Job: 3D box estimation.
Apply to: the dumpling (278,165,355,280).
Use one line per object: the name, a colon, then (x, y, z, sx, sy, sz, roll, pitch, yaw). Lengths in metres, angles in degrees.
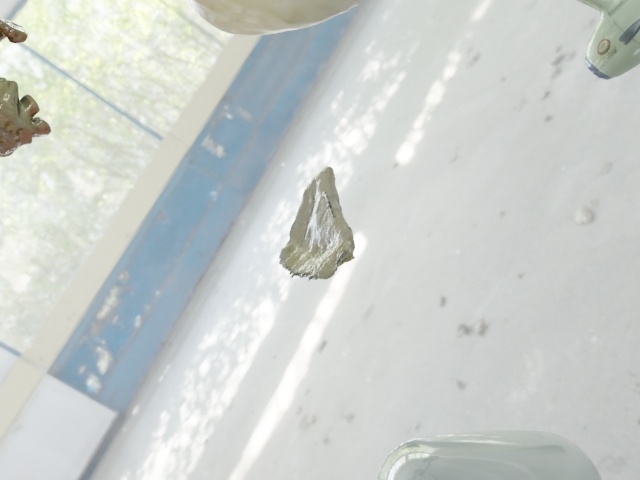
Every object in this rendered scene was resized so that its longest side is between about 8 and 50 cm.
dumpling: (0.005, -0.001, 1.470, 0.166, 0.086, 0.332, -52, 21, 22)

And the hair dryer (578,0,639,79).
hair dryer: (0.534, -0.459, 1.407, 0.296, 0.298, 0.119, -28, 13, 41)

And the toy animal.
toy animal: (-0.429, -0.183, 0.875, 0.097, 0.312, 0.158, 43, 113, 48)

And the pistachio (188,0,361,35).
pistachio: (-0.083, -0.441, 1.365, 0.226, 0.331, 0.208, 2, -85, -70)

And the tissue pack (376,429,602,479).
tissue pack: (0.161, 0.341, 0.736, 0.236, 0.229, 0.333, 89, 177, -74)
